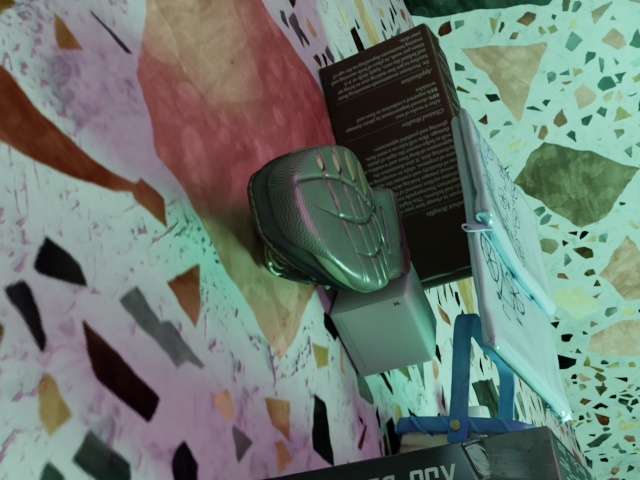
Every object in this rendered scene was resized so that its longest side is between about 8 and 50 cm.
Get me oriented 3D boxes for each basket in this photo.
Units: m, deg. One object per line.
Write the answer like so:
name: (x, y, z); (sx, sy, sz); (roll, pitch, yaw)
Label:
basket: (0.218, 0.270, 0.848); (0.255, 0.201, 0.289); (43, 45, -49)

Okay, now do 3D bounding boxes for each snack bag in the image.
snack bag: (0.263, 0.040, 0.854); (0.323, 0.037, 0.343); (42, 40, -45)

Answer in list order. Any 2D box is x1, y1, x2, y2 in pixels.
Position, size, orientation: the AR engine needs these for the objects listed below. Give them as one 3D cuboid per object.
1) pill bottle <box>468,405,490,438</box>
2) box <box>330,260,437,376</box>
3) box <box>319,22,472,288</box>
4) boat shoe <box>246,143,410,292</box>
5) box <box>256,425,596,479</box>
pill bottle: (0.259, 0.349, 1.052); (0.078, 0.078, 0.137); (42, 37, -52)
box: (0.082, 0.098, 0.794); (0.101, 0.102, 0.087); (64, 21, -20)
box: (0.147, -0.117, 1.003); (0.143, 0.191, 0.381); (18, 57, -64)
boat shoe: (0.000, 0.000, 0.642); (0.355, 0.130, 0.132); (22, 56, -70)
box: (0.122, 0.256, 0.574); (0.307, 0.242, 0.077); (44, 34, -51)
